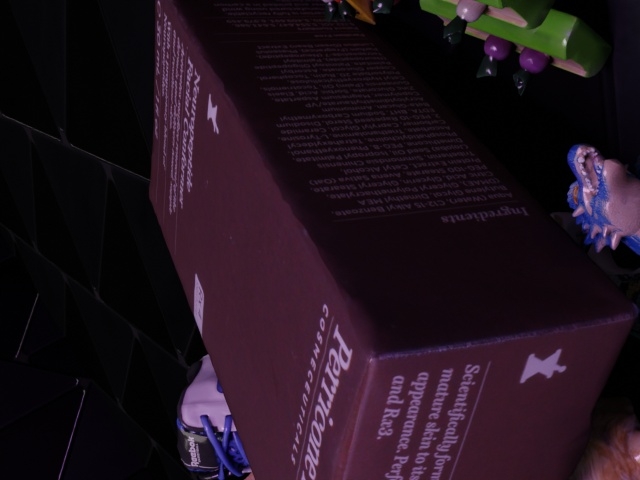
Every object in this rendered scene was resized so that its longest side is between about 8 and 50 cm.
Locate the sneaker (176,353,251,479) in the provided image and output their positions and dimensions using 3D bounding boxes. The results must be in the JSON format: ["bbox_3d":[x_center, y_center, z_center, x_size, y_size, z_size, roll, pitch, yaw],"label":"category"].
[{"bbox_3d":[-0.040,0.197,0.900,0.315,0.182,0.127,32,143,44],"label":"sneaker"}]

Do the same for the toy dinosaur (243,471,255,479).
[{"bbox_3d":[0.041,0.136,0.625,0.200,0.296,0.127,18,141,34],"label":"toy dinosaur"}]

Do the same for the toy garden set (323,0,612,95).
[{"bbox_3d":[0.005,-0.148,0.452,0.204,0.244,0.049,34,101,42],"label":"toy garden set"}]

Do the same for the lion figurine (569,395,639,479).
[{"bbox_3d":[0.150,0.233,0.657,0.240,0.142,0.392,68,158,2],"label":"lion figurine"}]

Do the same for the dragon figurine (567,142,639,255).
[{"bbox_3d":[0.218,0.064,0.398,0.289,0.085,0.144,54,178,-17],"label":"dragon figurine"}]

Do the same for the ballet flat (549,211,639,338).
[{"bbox_3d":[0.159,0.015,0.526,0.188,0.070,0.070,16,129,53],"label":"ballet flat"}]

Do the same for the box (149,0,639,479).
[{"bbox_3d":[0.000,0.000,0.541,0.381,0.143,0.191,-123,34,-46],"label":"box"}]
